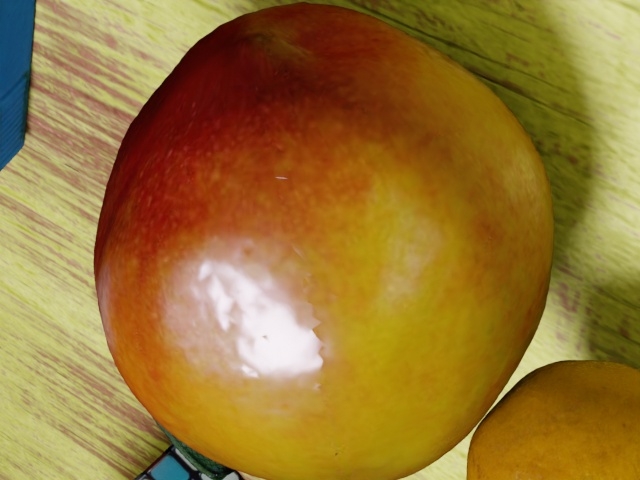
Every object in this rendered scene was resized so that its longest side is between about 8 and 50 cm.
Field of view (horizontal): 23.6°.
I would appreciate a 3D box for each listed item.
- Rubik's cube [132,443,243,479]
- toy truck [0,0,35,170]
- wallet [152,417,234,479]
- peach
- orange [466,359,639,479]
[{"bbox_3d":[-0.150,0.312,1.558,0.154,0.155,0.151,45,142,3],"label":"Rubik's cube"},{"bbox_3d":[-0.334,-0.198,1.291,0.162,0.161,0.385,27,139,9],"label":"toy truck"},{"bbox_3d":[-0.095,0.112,1.406,0.160,0.055,0.236,46,138,7],"label":"wallet"},{"bbox_3d":[0.000,0.000,1.009,0.308,0.308,0.332,21,138,32],"label":"peach"},{"bbox_3d":[0.174,0.153,1.022,0.159,0.159,0.136,63,-176,-19],"label":"orange"}]
